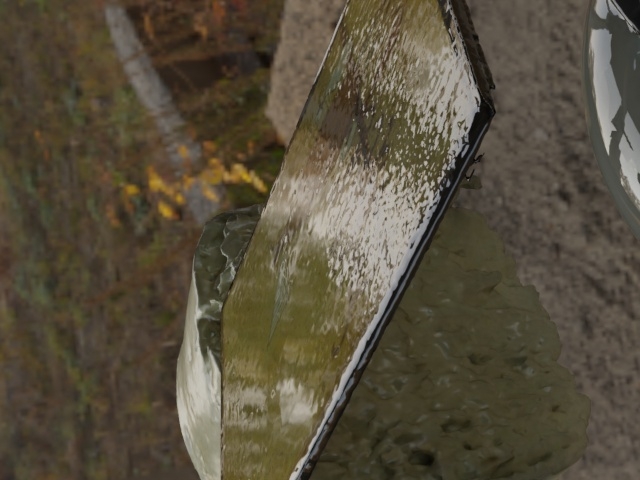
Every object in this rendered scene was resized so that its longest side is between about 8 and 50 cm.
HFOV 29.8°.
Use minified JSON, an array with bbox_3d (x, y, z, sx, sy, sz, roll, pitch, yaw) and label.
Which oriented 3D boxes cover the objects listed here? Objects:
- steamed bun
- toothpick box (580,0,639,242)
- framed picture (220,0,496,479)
[{"bbox_3d":[0.042,0.129,0.922,0.272,0.290,0.273,-108,29,-46],"label":"steamed bun"},{"bbox_3d":[0.212,-0.086,0.447,0.229,0.316,0.229,12,115,28],"label":"toothpick box"},{"bbox_3d":[0.000,0.000,0.643,0.255,0.014,0.339,-95,24,-51],"label":"framed picture"}]
